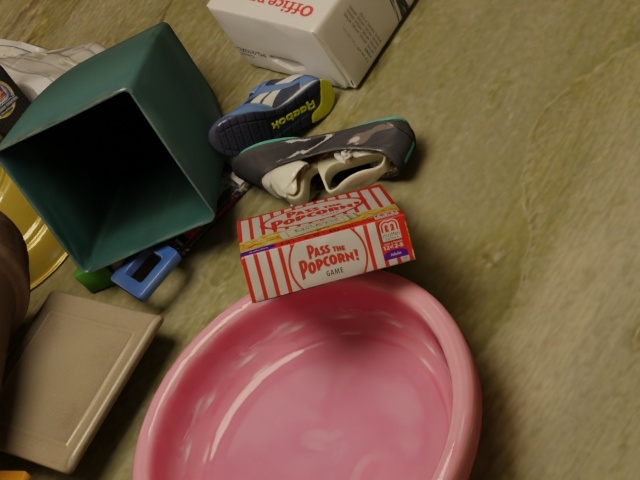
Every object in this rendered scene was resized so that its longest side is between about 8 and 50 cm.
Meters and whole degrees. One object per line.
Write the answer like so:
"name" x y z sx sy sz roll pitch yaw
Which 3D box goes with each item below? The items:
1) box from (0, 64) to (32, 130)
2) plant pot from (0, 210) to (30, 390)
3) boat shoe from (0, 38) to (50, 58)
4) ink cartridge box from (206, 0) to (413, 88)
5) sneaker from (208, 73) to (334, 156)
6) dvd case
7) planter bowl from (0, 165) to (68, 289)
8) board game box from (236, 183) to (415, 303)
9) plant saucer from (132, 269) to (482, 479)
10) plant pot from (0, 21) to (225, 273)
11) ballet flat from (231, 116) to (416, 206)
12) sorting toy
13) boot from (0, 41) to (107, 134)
"box" -0.467 -0.091 1.778 0.216 0.060 0.270 -45 18 -28
"plant pot" -0.404 0.111 1.538 0.263 0.263 0.229 -27 51 13
"boat shoe" -0.376 -0.229 1.954 0.100 0.035 0.035 13 92 34
"ink cartridge box" 0.016 -0.297 1.699 0.172 0.100 0.237 19 69 41
"sneaker" -0.057 -0.132 1.644 0.144 0.053 0.059 -26 36 -21
"dvd case" -0.132 -0.042 1.667 0.119 0.013 0.087 -48 46 -6
"planter bowl" -0.369 -0.039 1.765 0.217 0.090 0.217 -17 50 21
"board game box" 0.000 0.000 1.428 0.146 0.045 0.193 -15 10 -2
"plant saucer" -0.006 0.181 1.370 0.332 0.084 0.332 -17 50 21
"plant pot" -0.201 -0.119 1.648 0.165 0.166 0.234 -23 29 21
"ballet flat" -0.001 -0.072 1.567 0.203 0.074 0.074 -11 52 23
"sorting toy" -0.255 0.146 1.584 0.196 0.047 0.348 8 59 44
"boot" -0.318 -0.183 1.855 0.123 0.095 0.258 -27 27 -27
